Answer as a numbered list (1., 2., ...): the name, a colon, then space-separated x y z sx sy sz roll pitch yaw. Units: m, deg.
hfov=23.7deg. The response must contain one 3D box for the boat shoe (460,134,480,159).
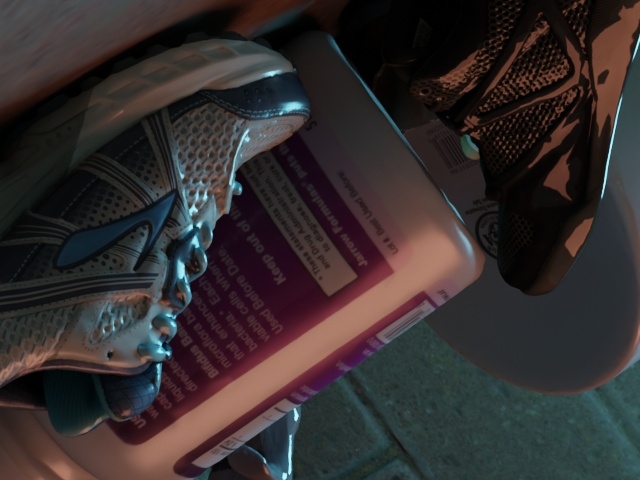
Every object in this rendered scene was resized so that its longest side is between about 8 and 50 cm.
1. boat shoe: 0.120 -0.132 0.942 0.190 0.068 0.072 -64 -174 -32

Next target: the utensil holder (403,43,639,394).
1. utensil holder: 0.262 -0.094 1.253 0.385 0.327 0.327 -33 177 -31

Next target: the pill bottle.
1. pill bottle: -0.075 0.033 0.841 0.302 0.169 0.169 -35 178 5

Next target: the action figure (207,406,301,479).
1. action figure: -0.078 0.076 1.091 0.341 0.178 0.330 -26 -158 40

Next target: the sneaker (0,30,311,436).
1. sneaker: -0.098 0.013 0.621 0.283 0.122 0.110 -34 178 -37

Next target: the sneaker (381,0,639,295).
1. sneaker: 0.091 -0.068 0.807 0.130 0.087 0.227 -1 131 -5

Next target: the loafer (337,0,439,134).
1. loafer: 0.059 -0.112 0.915 0.080 0.078 0.220 -35 178 -12
